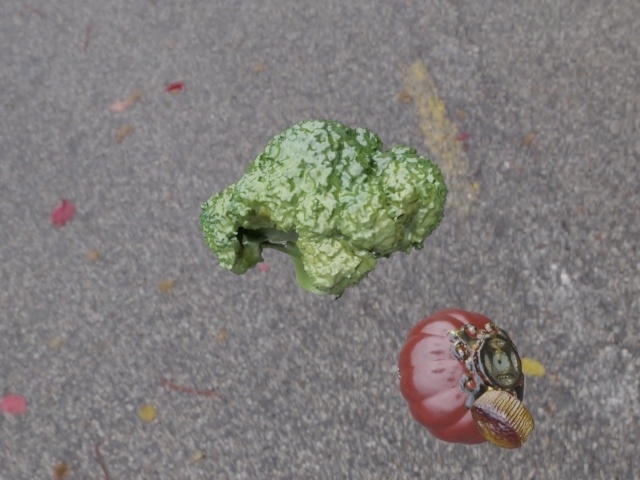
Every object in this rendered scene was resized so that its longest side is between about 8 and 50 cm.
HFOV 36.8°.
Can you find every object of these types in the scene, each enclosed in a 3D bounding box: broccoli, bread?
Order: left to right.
[{"bbox_3d":[-0.011,-0.002,1.145,0.254,0.302,0.186,11,42,-26],"label":"broccoli"},{"bbox_3d":[0.237,0.240,1.279,0.085,0.085,0.053,30,60,31],"label":"bread"}]

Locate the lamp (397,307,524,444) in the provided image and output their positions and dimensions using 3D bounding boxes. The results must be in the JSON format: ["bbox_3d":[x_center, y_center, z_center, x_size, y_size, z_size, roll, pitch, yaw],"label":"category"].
[{"bbox_3d":[0.227,0.225,1.589,0.227,0.227,0.227,-6,50,7],"label":"lamp"}]
